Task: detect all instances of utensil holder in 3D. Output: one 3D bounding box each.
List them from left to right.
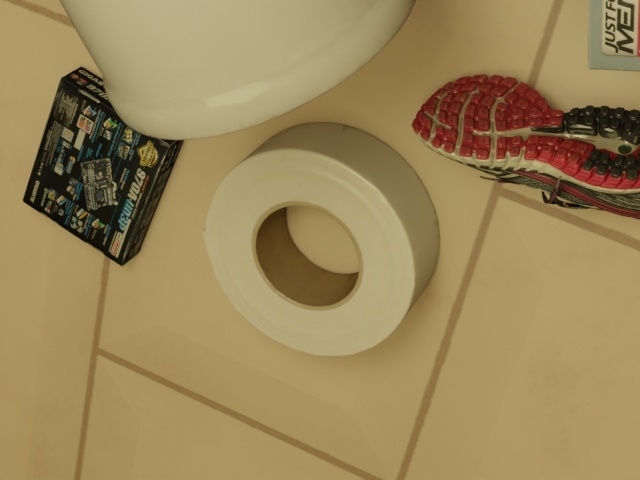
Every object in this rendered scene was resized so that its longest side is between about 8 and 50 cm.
[{"bbox_3d":[-0.128,-0.340,1.090,0.327,0.328,0.385,-6,131,28],"label":"utensil holder"}]

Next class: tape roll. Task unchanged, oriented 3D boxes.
[{"bbox_3d":[0.000,0.000,1.521,0.286,0.100,0.286,11,120,20],"label":"tape roll"}]

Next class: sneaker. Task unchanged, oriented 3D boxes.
[{"bbox_3d":[0.240,-0.093,1.352,0.299,0.121,0.112,20,153,25],"label":"sneaker"}]

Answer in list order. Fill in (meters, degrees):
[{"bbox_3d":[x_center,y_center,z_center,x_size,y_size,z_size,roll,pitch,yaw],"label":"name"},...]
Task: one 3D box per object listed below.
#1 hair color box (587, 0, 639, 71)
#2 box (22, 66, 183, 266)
[{"bbox_3d":[0.453,-0.230,1.128,0.374,0.185,0.114,7,119,23],"label":"hair color box"},{"bbox_3d":[-0.296,-0.097,1.643,0.175,0.051,0.220,32,124,8],"label":"box"}]
